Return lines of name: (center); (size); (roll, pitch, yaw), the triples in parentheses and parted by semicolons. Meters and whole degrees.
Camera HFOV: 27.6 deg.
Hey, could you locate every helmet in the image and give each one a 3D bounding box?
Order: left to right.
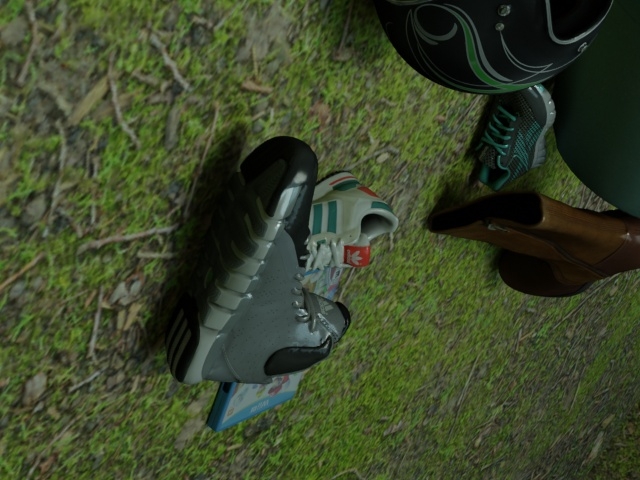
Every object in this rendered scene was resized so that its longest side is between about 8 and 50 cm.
helmet: (0.129, -0.189, 0.983); (0.169, 0.169, 0.161); (-55, 136, -1)

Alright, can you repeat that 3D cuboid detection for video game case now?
video game case: (-0.039, 0.094, 1.206); (0.119, 0.015, 0.166); (-17, 135, -52)

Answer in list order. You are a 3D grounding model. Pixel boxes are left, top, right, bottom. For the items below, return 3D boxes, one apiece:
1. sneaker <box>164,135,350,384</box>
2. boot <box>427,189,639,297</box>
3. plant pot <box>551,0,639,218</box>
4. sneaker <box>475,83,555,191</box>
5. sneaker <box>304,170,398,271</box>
sneaker: (-0.024, 0.025, 1.018); (0.132, 0.086, 0.229); (14, 123, -26)
boot: (0.225, 0.008, 1.421); (0.280, 0.264, 0.096); (5, 84, -40)
plant pot: (0.385, -0.205, 1.257); (0.341, 0.341, 0.334); (-39, 157, -30)
sneaker: (0.191, -0.107, 1.315); (0.076, 0.065, 0.166); (-42, 150, -18)
sneaker: (0.000, 0.000, 1.092); (0.161, 0.075, 0.057); (-34, 147, -38)
